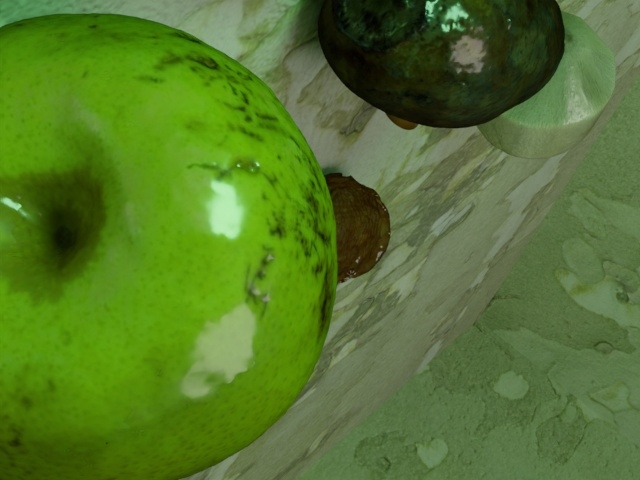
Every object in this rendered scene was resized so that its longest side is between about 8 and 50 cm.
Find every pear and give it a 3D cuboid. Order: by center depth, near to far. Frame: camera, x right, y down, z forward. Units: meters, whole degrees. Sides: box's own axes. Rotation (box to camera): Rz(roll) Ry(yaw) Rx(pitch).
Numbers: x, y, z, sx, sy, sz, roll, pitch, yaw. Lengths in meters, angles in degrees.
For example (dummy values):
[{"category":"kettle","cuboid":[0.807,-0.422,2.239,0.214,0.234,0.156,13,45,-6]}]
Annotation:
[{"category":"pear","cuboid":[-0.168,0.017,0.813,0.391,0.391,0.391,-45,162,-19]}]

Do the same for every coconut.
[{"category":"coconut","cuboid":[0.378,-0.274,1.812,0.237,0.237,0.266,-46,161,-15]}]

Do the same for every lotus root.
[{"category":"lotus root","cuboid":[0.141,-0.252,1.269,0.250,0.250,0.346,-57,158,18]}]

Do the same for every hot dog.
[{"category":"hot dog","cuboid":[0.000,0.000,1.605,0.272,0.122,0.196,-12,136,-59]}]

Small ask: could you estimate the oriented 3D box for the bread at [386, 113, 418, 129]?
[{"category":"bread","cuboid":[0.158,-0.272,1.514,0.239,0.073,0.092,-63,176,34]}]
